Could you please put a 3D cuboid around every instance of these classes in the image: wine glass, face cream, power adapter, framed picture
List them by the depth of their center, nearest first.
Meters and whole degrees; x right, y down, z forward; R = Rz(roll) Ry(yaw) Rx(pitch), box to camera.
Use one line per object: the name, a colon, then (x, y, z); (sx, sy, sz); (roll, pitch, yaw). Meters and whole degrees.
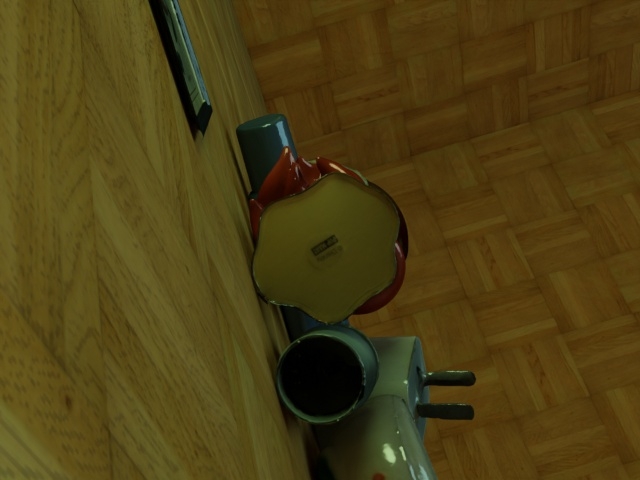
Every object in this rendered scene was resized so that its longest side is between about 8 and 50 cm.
framed picture: (-0.138, -0.201, 0.897); (0.195, 0.010, 0.199); (-104, 178, -75)
wine glass: (0.010, 0.142, 1.011); (0.231, 0.103, 0.103); (35, 38, -84)
power adapter: (0.101, 0.202, 1.230); (0.130, 0.205, 0.125); (-67, 149, -55)
face cream: (-0.029, 0.020, 1.283); (0.135, 0.086, 0.385); (-38, 118, -51)

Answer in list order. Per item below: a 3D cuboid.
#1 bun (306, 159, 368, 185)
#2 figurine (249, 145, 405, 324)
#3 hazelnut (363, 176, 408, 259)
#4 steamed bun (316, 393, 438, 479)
bun: (0.024, -0.024, 1.417); (0.220, 0.134, 0.220); (19, 61, -40)
figurine: (0.009, -0.003, 1.111); (0.257, 0.208, 0.181); (45, 65, -87)
hazelnut: (0.031, -0.003, 1.614); (0.218, 0.234, 0.218); (40, 36, -37)
steamed bun: (0.066, 0.276, 1.065); (0.228, 0.131, 0.177); (-85, 154, -81)
